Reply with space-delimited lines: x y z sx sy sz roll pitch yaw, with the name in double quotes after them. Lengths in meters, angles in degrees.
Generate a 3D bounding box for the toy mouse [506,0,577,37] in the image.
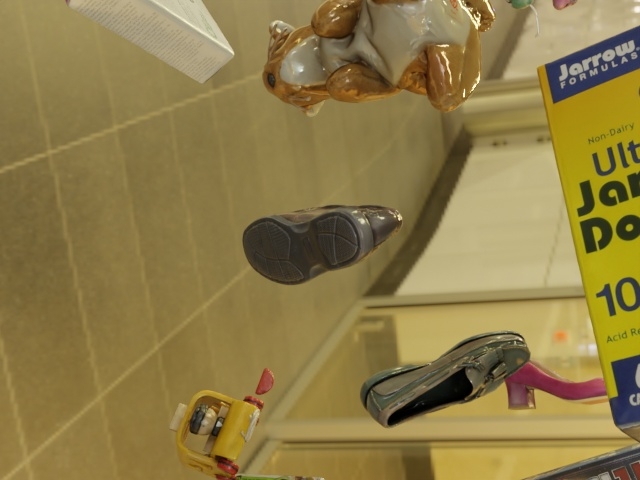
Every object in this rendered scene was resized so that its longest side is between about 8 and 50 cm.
0.279 -0.325 1.313 0.031 0.161 0.143 138 -38 -81 "toy mouse"

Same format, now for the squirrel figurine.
0.092 -0.351 1.855 0.281 0.371 0.397 61 38 -13 "squirrel figurine"

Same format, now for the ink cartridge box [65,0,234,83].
-0.276 -0.360 1.216 0.330 0.071 0.324 24 30 -56 "ink cartridge box"

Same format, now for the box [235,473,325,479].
-0.070 0.370 1.405 0.036 0.207 0.114 41 59 -24 "box"

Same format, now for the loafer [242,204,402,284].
0.000 0.000 1.526 0.095 0.303 0.109 -19 96 -35 "loafer"

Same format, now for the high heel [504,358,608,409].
0.459 0.250 1.978 0.082 0.244 0.117 20 63 -52 "high heel"

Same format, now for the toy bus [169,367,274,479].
-0.141 0.247 1.372 0.191 0.104 0.202 -66 177 -67 "toy bus"

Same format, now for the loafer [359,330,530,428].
0.195 0.215 1.561 0.084 0.268 0.096 -122 -164 -59 "loafer"

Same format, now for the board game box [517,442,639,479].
0.369 0.339 1.279 0.042 0.243 0.165 -1 69 -69 "board game box"

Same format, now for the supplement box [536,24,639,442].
0.345 -0.005 0.938 0.195 0.194 0.356 32 44 -50 "supplement box"
